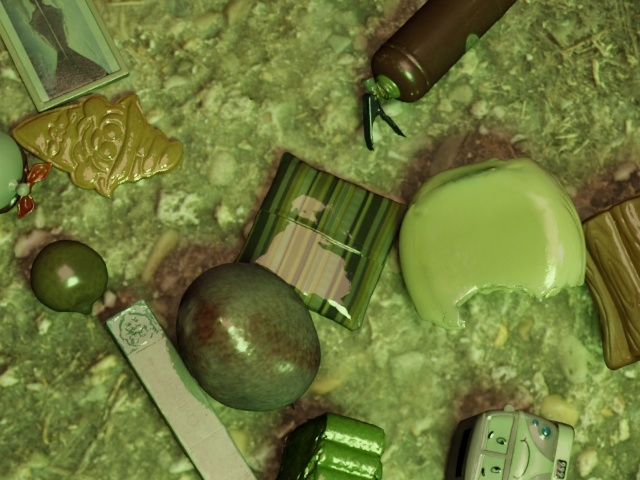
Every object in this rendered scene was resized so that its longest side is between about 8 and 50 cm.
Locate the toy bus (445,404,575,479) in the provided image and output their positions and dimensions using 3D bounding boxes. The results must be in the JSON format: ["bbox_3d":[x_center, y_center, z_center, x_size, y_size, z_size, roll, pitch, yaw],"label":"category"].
[{"bbox_3d":[0.261,0.312,1.695,0.142,0.202,0.142,16,75,-3],"label":"toy bus"}]

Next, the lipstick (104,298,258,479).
[{"bbox_3d":[-0.191,0.234,1.709,0.066,0.068,0.317,-32,84,-15],"label":"lipstick"}]

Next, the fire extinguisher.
[{"bbox_3d":[0.169,-0.281,1.873,0.344,0.102,0.138,-47,122,-15],"label":"fire extinguisher"}]

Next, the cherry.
[{"bbox_3d":[-0.102,0.132,1.677,0.183,0.266,0.213,-42,66,-2],"label":"cherry"}]

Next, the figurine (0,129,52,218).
[{"bbox_3d":[-0.495,-0.112,1.710,0.226,0.160,0.183,19,76,-14],"label":"figurine"}]

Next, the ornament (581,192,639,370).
[{"bbox_3d":[0.480,0.050,1.786,0.235,0.221,0.217,-19,77,-21],"label":"ornament"}]

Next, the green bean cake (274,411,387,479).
[{"bbox_3d":[0.001,0.340,1.644,0.113,0.214,0.200,20,73,-9],"label":"green bean cake"}]

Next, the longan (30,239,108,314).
[{"bbox_3d":[-0.351,0.053,1.714,0.113,0.092,0.113,6,79,-30],"label":"longan"}]

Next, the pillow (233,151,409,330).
[{"bbox_3d":[0.000,0.000,1.800,0.212,0.052,0.208,24,79,-2],"label":"pillow"}]

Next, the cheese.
[{"bbox_3d":[0.244,0.008,1.761,0.266,0.127,0.233,-11,79,19],"label":"cheese"}]

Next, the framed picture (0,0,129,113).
[{"bbox_3d":[-0.395,-0.306,1.826,0.150,0.015,0.203,-25,82,-13],"label":"framed picture"}]

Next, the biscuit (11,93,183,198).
[{"bbox_3d":[-0.326,-0.143,1.795,0.250,0.035,0.162,5,72,-6],"label":"biscuit"}]
